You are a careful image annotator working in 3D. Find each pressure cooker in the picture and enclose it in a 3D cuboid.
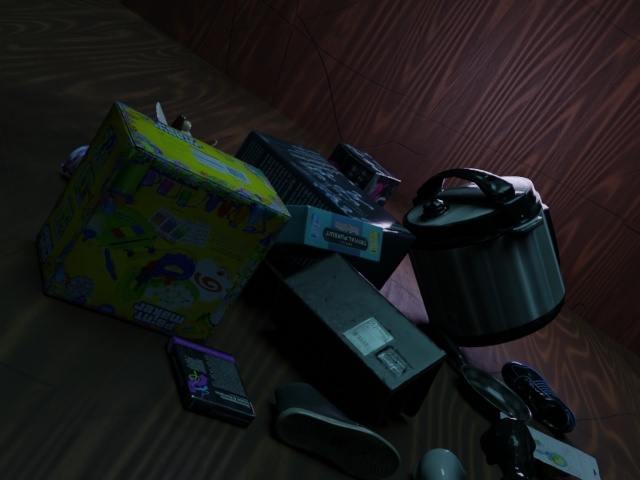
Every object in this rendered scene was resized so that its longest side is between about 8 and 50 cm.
[{"bbox_3d":[0.406,0.017,2.301,0.375,0.369,0.421,-55,128,-66],"label":"pressure cooker"}]

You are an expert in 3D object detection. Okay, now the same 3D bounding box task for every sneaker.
[{"bbox_3d":[0.542,0.388,2.264,0.232,0.081,0.090,42,10,21],"label":"sneaker"},{"bbox_3d":[0.028,0.299,1.461,0.222,0.083,0.118,29,16,-16],"label":"sneaker"}]

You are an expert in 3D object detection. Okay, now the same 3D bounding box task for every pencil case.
[{"bbox_3d":[-0.429,-0.105,1.742,0.088,0.086,0.206,-16,40,-25],"label":"pencil case"}]

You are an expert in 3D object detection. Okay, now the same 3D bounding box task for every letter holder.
[{"bbox_3d":[0.054,0.211,1.711,0.152,0.214,0.302,-26,58,-36],"label":"letter holder"}]

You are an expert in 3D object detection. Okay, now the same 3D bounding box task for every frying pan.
[{"bbox_3d":[0.356,0.324,2.131,0.326,0.053,0.197,38,15,19],"label":"frying pan"}]

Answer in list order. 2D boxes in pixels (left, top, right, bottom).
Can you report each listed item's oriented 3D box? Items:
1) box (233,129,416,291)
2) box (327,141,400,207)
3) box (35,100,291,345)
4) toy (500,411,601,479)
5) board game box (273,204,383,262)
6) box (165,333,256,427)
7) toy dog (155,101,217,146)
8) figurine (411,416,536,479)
[{"bbox_3d":[-0.019,-0.054,2.191,0.395,0.212,0.293,43,17,27],"label":"box"},{"bbox_3d":[0.074,-0.118,2.506,0.163,0.247,0.142,44,19,31],"label":"box"},{"bbox_3d":[-0.258,-0.020,1.462,0.290,0.279,0.177,25,18,-33],"label":"box"},{"bbox_3d":[0.487,0.469,1.956,0.237,0.056,0.137,29,19,-1],"label":"toy"},{"bbox_3d":[-0.081,-0.015,1.877,0.336,0.079,0.253,3,-7,39],"label":"board game box"},{"bbox_3d":[-0.172,0.216,1.402,0.116,0.029,0.162,24,17,-30],"label":"box"},{"bbox_3d":[-0.358,-0.257,2.194,0.220,0.161,0.334,27,17,-28],"label":"toy dog"},{"bbox_3d":[0.246,0.394,1.450,0.092,0.214,0.209,61,14,-8],"label":"figurine"}]
